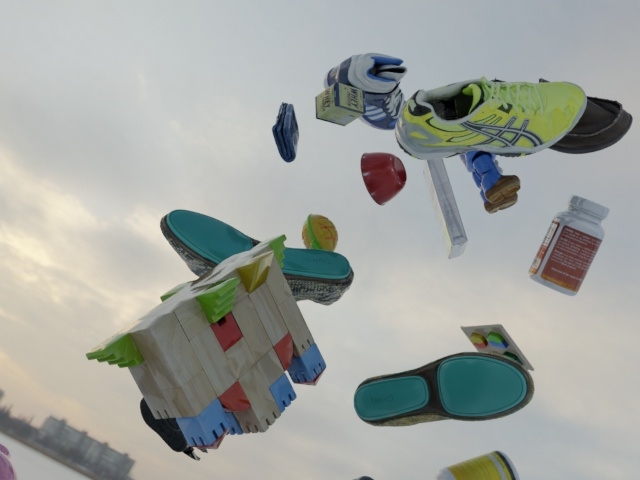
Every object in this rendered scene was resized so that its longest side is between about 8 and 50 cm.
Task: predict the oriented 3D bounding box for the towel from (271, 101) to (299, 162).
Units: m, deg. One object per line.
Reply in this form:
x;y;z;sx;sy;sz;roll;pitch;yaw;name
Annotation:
-0.055;-0.177;1.118;0.029;0.119;0.067;-10;-61;7;towel

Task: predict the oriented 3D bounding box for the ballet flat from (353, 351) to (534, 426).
0.225;0.272;1.229;0.349;0.123;0.123;-17;-47;32;ballet flat

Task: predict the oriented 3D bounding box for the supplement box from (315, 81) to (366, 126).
0.045;-0.305;1.535;0.083;0.056;0.083;8;-19;-34;supplement box

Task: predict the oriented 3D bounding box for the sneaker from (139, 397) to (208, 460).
-0.310;0.396;1.447;0.170;0.051;0.089;47;2;13;sneaker

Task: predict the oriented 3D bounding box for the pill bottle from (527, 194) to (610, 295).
0.576;0.010;1.573;0.121;0.216;0.121;22;9;-4;pill bottle

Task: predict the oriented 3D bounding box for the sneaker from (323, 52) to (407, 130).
0.188;-0.413;1.908;0.323;0.130;0.236;22;-14;-31;sneaker

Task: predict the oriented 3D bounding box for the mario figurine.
0.376;-0.236;1.575;0.320;0.170;0.198;66;-33;20;mario figurine

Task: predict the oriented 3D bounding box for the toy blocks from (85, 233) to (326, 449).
-0.141;0.188;1.086;0.191;0.381;0.260;-16;-77;38;toy blocks

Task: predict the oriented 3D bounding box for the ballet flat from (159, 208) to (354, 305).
-0.162;0.073;1.641;0.483;0.164;0.182;15;-50;-16;ballet flat

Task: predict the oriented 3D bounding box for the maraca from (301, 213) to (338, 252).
0.000;0.000;1.909;0.099;0.185;0.127;-30;-53;19;maraca

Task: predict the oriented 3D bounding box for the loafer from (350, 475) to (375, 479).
0.170;0.759;1.855;0.095;0.109;0.302;-27;-75;46;loafer

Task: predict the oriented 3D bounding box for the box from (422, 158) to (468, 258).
0.405;-0.116;2.237;0.059;0.321;0.232;-14;-13;4;box

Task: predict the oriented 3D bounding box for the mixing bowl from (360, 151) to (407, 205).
0.214;-0.212;2.190;0.098;0.181;0.181;-18;-47;27;mixing bowl

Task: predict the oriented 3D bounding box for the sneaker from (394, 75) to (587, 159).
0.343;-0.248;1.338;0.385;0.145;0.147;-12;-20;-4;sneaker

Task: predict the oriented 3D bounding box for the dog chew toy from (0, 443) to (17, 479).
-0.555;0.428;0.955;0.207;0.331;0.206;11;-50;13;dog chew toy

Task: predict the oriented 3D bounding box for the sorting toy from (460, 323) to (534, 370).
0.561;0.350;2.194;0.193;0.038;0.208;52;-26;-13;sorting toy

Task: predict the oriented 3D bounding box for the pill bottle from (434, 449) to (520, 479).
0.284;0.480;1.319;0.184;0.103;0.103;-13;-22;-14;pill bottle

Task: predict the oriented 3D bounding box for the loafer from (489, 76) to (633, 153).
0.520;-0.296;1.573;0.366;0.133;0.130;15;-27;36;loafer
